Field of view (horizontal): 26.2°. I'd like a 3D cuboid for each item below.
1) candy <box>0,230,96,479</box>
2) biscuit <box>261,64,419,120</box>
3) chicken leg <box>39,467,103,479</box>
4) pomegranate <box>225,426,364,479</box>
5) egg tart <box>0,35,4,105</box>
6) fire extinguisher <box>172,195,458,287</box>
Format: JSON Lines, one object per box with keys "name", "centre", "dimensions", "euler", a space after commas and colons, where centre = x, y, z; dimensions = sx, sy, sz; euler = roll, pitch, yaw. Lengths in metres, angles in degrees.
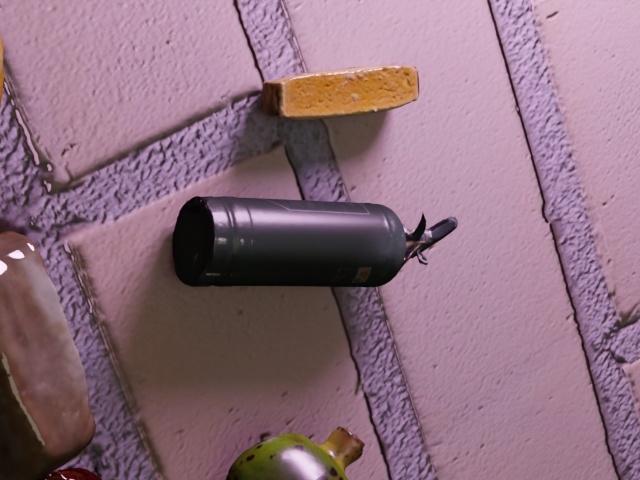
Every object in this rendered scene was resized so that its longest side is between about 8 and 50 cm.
{"name": "candy", "centre": [-0.294, 0.111, 1.310], "dimensions": [0.104, 0.102, 0.234], "euler": [-33, 108, -46]}
{"name": "biscuit", "centre": [0.022, -0.164, 1.514], "dimensions": [0.188, 0.056, 0.052], "euler": [-9, 103, -32]}
{"name": "chicken leg", "centre": [-0.260, 0.281, 1.396], "dimensions": [0.253, 0.051, 0.106], "euler": [44, 78, -25]}
{"name": "pomegranate", "centre": [-0.033, 0.262, 1.478], "dimensions": [0.122, 0.143, 0.169], "euler": [36, 86, -30]}
{"name": "egg tart", "centre": [-0.481, -0.159, 1.125], "dimensions": [0.443, 0.178, 0.443], "euler": [-3, 95, -32]}
{"name": "fire extinguisher", "centre": [0.000, 0.000, 1.490], "dimensions": [0.311, 0.114, 0.095], "euler": [3, 50, -33]}
